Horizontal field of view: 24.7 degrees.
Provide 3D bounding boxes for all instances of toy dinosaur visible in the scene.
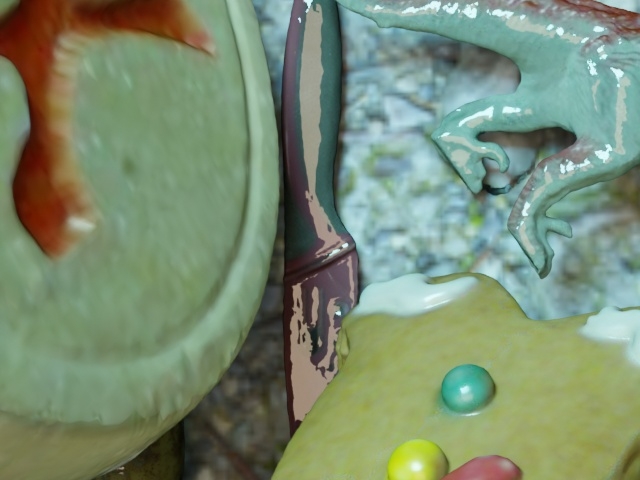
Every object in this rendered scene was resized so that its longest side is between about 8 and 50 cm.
[{"bbox_3d":[0.119,-0.072,0.630,0.242,0.053,0.167,39,93,8],"label":"toy dinosaur"}]

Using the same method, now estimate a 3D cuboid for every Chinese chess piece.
[{"bbox_3d":[-0.151,-0.068,0.532,0.140,0.338,0.338,-14,86,27],"label":"Chinese chess piece"}]

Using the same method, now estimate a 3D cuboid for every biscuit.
[{"bbox_3d":[0.023,0.116,0.504,0.216,0.340,0.047,7,129,38],"label":"biscuit"}]

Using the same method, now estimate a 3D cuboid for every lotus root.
[{"bbox_3d":[-0.087,0.076,0.658,0.049,0.054,0.099,-2,89,-12],"label":"lotus root"}]

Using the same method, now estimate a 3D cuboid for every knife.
[{"bbox_3d":[0.000,0.000,0.667,0.035,0.018,0.247,0,91,6],"label":"knife"}]
